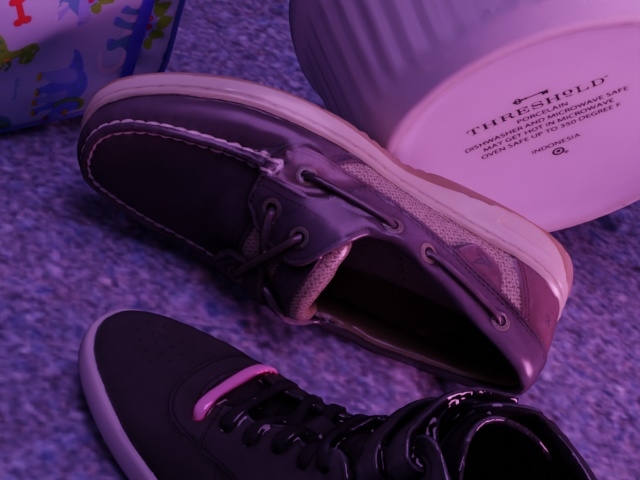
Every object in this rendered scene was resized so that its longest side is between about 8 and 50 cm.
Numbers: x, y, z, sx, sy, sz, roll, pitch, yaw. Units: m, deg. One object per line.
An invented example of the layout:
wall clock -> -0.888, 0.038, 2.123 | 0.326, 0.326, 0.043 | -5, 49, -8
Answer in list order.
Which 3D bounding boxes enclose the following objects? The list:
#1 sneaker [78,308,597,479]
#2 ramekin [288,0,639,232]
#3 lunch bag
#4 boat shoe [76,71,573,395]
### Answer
sneaker -> 0.014, 0.093, 0.676 | 0.296, 0.147, 0.104 | 40, 43, 20
ramekin -> 0.123, -0.108, 0.878 | 0.273, 0.273, 0.127 | 1, 57, -25
lunch bag -> -0.147, -0.164, 0.827 | 0.176, 0.219, 0.090 | -15, 53, -38
boat shoe -> 0.000, 0.000, 0.809 | 0.285, 0.103, 0.092 | 24, 44, -8
